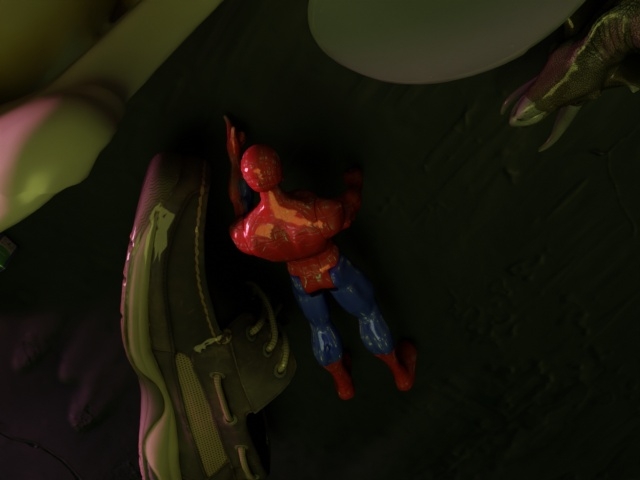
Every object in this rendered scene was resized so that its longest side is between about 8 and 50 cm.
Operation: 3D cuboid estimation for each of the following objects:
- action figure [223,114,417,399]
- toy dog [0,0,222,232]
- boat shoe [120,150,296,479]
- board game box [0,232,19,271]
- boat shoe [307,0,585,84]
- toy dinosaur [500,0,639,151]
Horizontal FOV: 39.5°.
[{"bbox_3d":[0.000,0.000,0.691,0.091,0.139,0.280,-13,142,13],"label":"action figure"},{"bbox_3d":[-0.258,-0.242,0.485,0.395,0.284,0.408,0,135,53],"label":"toy dog"},{"bbox_3d":[-0.086,0.078,0.735,0.130,0.132,0.355,1,132,-4],"label":"boat shoe"},{"bbox_3d":[-0.377,-0.021,0.755,0.136,0.035,0.201,-32,114,26],"label":"board game box"},{"bbox_3d":[0.118,-0.226,0.493,0.136,0.156,0.367,28,152,-15],"label":"boat shoe"},{"bbox_3d":[0.262,-0.140,0.519,0.313,0.160,0.121,-5,84,10],"label":"toy dinosaur"}]
